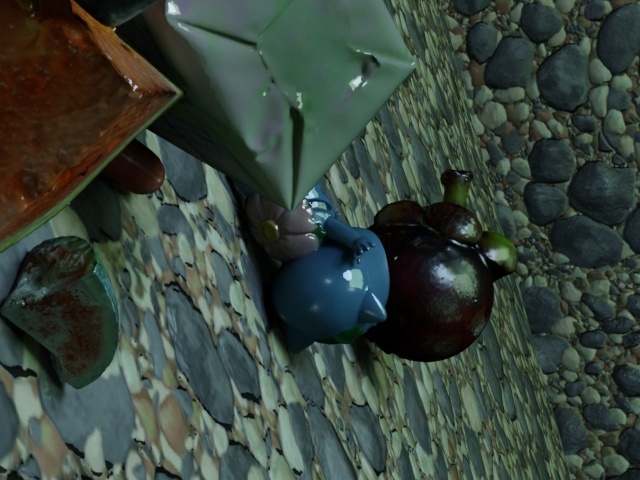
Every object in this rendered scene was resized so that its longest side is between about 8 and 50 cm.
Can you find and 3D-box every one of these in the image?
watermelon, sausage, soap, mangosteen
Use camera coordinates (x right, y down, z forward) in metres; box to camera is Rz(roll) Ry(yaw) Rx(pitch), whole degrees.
[{"bbox_3d":[-0.155,-0.088,0.615,0.145,0.137,0.193,48,48,-6],"label":"watermelon"},{"bbox_3d":[-0.140,0.041,0.674,0.061,0.085,0.085,-5,74,-34],"label":"watermelon"},{"bbox_3d":[-0.152,-0.069,0.762,0.253,0.034,0.034,34,40,-66],"label":"sausage"},{"bbox_3d":[-0.070,-0.147,0.788,0.199,0.138,0.182,31,-16,42],"label":"soap"},{"bbox_3d":[0.114,0.038,1.317,0.172,0.184,0.172,59,3,-5],"label":"mangosteen"}]

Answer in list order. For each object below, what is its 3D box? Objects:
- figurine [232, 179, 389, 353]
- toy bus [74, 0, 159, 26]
[{"bbox_3d":[-0.003,0.001,1.107,0.178,0.114,0.144,63,14,-4],"label":"figurine"},{"bbox_3d":[-0.115,-0.351,0.589,0.249,0.209,0.439,40,27,-53],"label":"toy bus"}]
